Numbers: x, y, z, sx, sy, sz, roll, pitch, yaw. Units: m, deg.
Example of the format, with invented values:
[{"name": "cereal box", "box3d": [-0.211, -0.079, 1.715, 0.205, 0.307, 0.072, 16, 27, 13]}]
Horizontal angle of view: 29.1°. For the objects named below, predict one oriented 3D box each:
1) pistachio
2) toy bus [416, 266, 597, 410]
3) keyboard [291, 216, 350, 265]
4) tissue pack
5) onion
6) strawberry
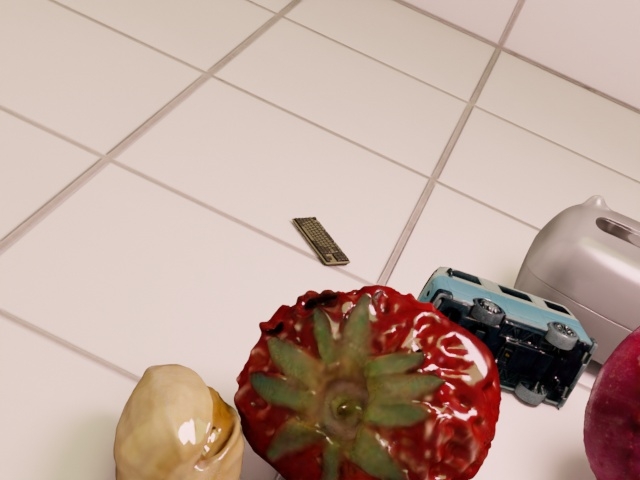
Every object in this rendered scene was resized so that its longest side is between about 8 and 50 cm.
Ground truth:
[{"name": "pistachio", "box3d": [-0.167, 0.233, 1.419, 0.157, 0.157, 0.229, 16, 23, -13]}, {"name": "toy bus", "box3d": [0.266, 0.138, 1.905, 0.271, 0.133, 0.165, 19, 23, -14]}, {"name": "keyboard", "box3d": [0.000, 0.000, 2.063, 0.049, 0.015, 0.129, 2, 35, -34]}, {"name": "tissue pack", "box3d": [0.499, 0.087, 2.053, 0.333, 0.236, 0.229, 26, 29, 7]}, {"name": "onion", "box3d": [0.534, 0.242, 1.697, 0.358, 0.358, 0.345, 12, 27, -20]}, {"name": "strawberry", "box3d": [0.077, 0.212, 1.541, 0.317, 0.295, 0.345, -8, -20, 15]}]
